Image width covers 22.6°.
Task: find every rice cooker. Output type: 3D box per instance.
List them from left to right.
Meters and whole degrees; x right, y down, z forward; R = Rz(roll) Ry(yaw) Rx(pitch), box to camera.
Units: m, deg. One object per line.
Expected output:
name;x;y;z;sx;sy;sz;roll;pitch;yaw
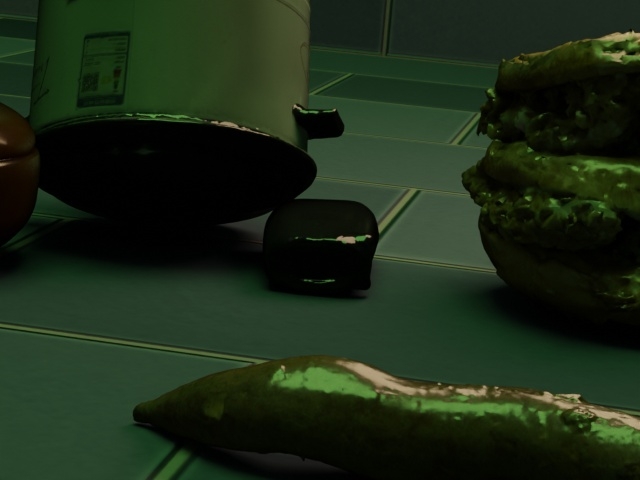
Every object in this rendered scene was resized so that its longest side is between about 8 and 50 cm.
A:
rice cooker;-0.121;-0.116;1.297;0.280;0.227;0.241;-1;-15;8

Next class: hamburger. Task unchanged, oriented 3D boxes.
hamburger;0.227;-0.050;1.183;0.245;0.211;0.260;6;7;22

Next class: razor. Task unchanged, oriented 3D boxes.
razor;0.000;0.000;1.232;0.090;0.054;0.148;2;12;2

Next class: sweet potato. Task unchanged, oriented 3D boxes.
sweet potato;0.033;0.092;0.812;0.281;0.059;0.067;8;4;11

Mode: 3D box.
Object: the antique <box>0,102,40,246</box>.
antique;-0.316;-0.048;1.155;0.223;0.129;0.278;3;12;-8
